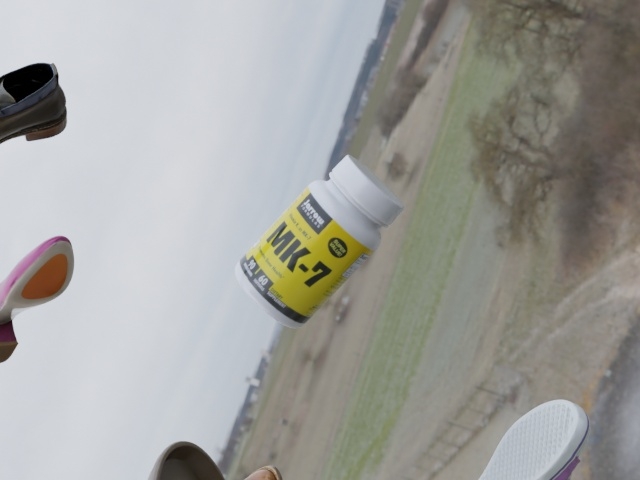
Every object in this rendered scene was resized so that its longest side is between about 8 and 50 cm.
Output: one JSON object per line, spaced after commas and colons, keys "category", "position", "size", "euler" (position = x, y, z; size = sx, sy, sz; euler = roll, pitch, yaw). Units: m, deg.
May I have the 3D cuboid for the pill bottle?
{"category": "pill bottle", "position": [0.000, 0.000, 1.155], "size": [0.208, 0.119, 0.119], "euler": [-47, 7, 11]}

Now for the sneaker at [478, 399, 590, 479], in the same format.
{"category": "sneaker", "position": [0.321, 0.342, 1.280], "size": [0.282, 0.161, 0.102], "euler": [-59, 23, 29]}

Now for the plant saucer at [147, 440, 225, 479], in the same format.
{"category": "plant saucer", "position": [-0.208, 0.467, 1.488], "size": [0.278, 0.041, 0.278], "euler": [59, -162, -32]}

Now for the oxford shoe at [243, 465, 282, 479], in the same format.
{"category": "oxford shoe", "position": [-0.133, 0.405, 1.351], "size": [0.212, 0.076, 0.076], "euler": [-46, 55, 27]}

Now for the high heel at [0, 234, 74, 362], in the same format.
{"category": "high heel", "position": [-0.408, 0.051, 1.223], "size": [0.244, 0.082, 0.117], "euler": [-53, 54, 34]}

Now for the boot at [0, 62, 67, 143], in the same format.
{"category": "boot", "position": [-0.426, -0.164, 1.149], "size": [0.219, 0.082, 0.106], "euler": [-24, -22, -28]}
